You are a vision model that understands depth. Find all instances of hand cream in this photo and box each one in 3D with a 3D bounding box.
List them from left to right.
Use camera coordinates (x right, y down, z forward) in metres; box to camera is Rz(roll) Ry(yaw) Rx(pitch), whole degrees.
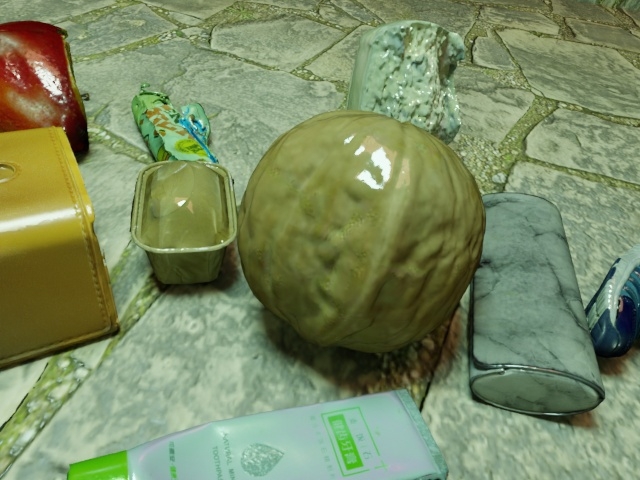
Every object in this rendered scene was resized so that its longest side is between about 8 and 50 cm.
[{"bbox_3d":[-0.036,0.167,0.382,0.275,0.050,0.079,-3,66,-21],"label":"hand cream"}]

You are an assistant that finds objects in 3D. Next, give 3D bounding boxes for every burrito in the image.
[{"bbox_3d":[-0.209,-0.161,0.758,0.104,0.054,0.288,-15,43,-27],"label":"burrito"}]

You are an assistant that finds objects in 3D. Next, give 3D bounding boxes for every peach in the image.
[{"bbox_3d":[-0.424,-0.220,0.727,0.153,0.159,0.267,-14,44,-17],"label":"peach"}]

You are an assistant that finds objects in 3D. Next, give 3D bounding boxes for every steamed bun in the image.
[{"bbox_3d":[0.125,-0.200,0.728,0.170,0.226,0.200,6,36,-3],"label":"steamed bun"}]

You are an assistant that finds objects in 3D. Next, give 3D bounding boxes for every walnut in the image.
[{"bbox_3d":[0.035,-0.004,0.466,0.227,0.228,0.228,5,37,-4],"label":"walnut"}]

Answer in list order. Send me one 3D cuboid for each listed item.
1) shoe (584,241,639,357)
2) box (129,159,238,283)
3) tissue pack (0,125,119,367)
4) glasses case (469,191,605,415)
[{"bbox_3d":[0.348,0.067,0.532,0.207,0.092,0.106,-20,45,-33],"label":"shoe"},{"bbox_3d":[-0.147,-0.031,0.562,0.111,0.111,0.177,-3,39,-14],"label":"box"},{"bbox_3d":[-0.344,0.013,0.440,0.274,0.145,0.194,-16,45,-27],"label":"tissue pack"},{"bbox_3d":[0.222,0.047,0.557,0.114,0.060,0.299,6,37,12],"label":"glasses case"}]
